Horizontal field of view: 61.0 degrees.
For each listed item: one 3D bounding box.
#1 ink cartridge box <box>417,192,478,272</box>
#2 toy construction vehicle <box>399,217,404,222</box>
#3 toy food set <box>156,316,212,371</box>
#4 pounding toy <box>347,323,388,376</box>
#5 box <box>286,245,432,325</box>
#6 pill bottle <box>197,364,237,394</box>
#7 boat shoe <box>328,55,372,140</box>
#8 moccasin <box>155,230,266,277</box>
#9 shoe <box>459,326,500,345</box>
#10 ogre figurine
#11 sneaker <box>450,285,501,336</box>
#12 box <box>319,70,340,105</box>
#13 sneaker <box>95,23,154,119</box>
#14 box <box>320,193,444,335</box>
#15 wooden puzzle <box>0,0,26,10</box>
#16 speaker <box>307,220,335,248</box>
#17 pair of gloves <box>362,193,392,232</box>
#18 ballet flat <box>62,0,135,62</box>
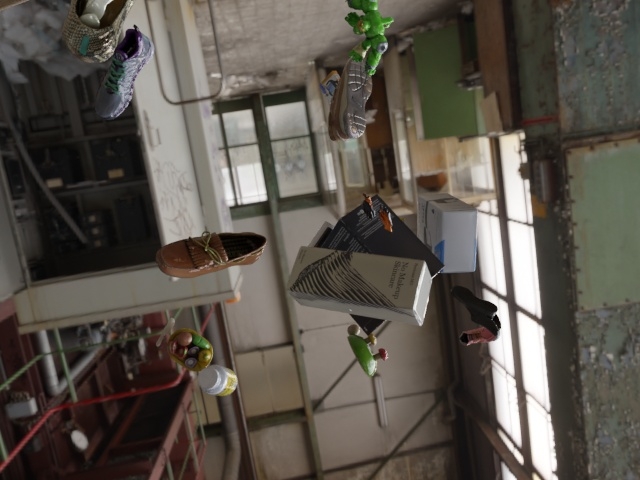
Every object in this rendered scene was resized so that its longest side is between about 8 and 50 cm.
[{"bbox_3d":[0.449,-0.035,1.967,0.129,0.223,0.307,-4,-165,-5],"label":"ink cartridge box"},{"bbox_3d":[0.283,-0.037,2.019,0.035,0.098,0.086,2,-177,-20],"label":"toy construction vehicle"},{"bbox_3d":[-0.486,0.389,1.979,0.128,0.218,0.071,-57,-164,-19],"label":"toy food set"},{"bbox_3d":[0.195,0.429,2.179,0.110,0.183,0.237,-29,-167,4],"label":"pounding toy"},{"bbox_3d":[0.079,0.090,1.113,0.275,0.113,0.094,5,153,25],"label":"box"},{"bbox_3d":[-0.371,0.501,1.945,0.103,0.103,0.184,-8,161,7],"label":"pill bottle"},{"bbox_3d":[0.082,-0.458,1.752,0.116,0.324,0.123,-17,140,42],"label":"boat shoe"},{"bbox_3d":[-0.344,0.037,1.759,0.380,0.139,0.147,-2,152,-37],"label":"moccasin"},{"bbox_3d":[0.602,0.363,2.062,0.081,0.063,0.178,-9,166,-20],"label":"shoe"},{"bbox_3d":[0.119,-0.532,1.365,0.097,0.197,0.118,4,177,-20],"label":"ogre figurine"},{"bbox_3d":[0.449,0.203,1.576,0.170,0.089,0.051,28,-130,21],"label":"sneaker"},{"bbox_3d":[0.057,-0.528,1.948,0.028,0.136,0.081,-18,166,-47],"label":"box"},{"bbox_3d":[-0.473,-0.393,1.263,0.083,0.224,0.098,25,177,3],"label":"sneaker"},{"bbox_3d":[0.166,0.087,1.752,0.179,0.312,0.343,-34,167,-32],"label":"box"},{"bbox_3d":[-0.731,-0.584,1.129,0.238,0.221,0.044,-11,-161,18],"label":"wooden puzzle"},{"bbox_3d":[0.000,0.000,1.968,0.136,0.055,0.055,-55,-161,-6],"label":"speaker"},{"bbox_3d":[0.118,-0.057,1.146,0.010,0.074,0.083,-40,-128,-19],"label":"pair of gloves"},{"bbox_3d":[-0.508,-0.671,1.345,0.164,0.483,0.182,19,158,-26],"label":"ballet flat"}]
